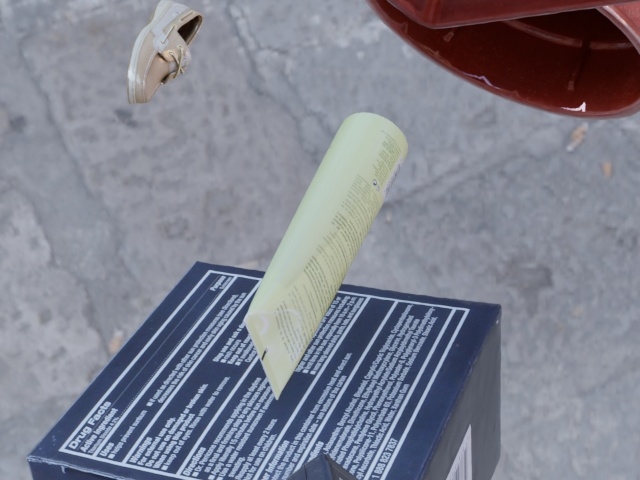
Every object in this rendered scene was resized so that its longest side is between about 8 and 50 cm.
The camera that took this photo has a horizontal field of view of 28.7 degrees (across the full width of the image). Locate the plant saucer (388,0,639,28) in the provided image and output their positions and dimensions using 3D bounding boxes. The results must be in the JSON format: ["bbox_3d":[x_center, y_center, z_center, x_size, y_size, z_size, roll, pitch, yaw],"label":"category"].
[{"bbox_3d":[0.077,-0.197,0.619,0.258,0.259,0.048,2,69,46],"label":"plant saucer"}]

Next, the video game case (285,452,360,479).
[{"bbox_3d":[0.088,0.262,0.592,0.035,0.248,0.275,-39,31,17],"label":"video game case"}]

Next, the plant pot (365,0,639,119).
[{"bbox_3d":[0.206,-0.285,1.059,0.272,0.272,0.265,21,77,25],"label":"plant pot"}]

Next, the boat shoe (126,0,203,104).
[{"bbox_3d":[-0.175,-0.216,1.426,0.059,0.063,0.170,11,49,5],"label":"boat shoe"}]

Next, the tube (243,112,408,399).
[{"bbox_3d":[0.000,0.000,0.964,0.070,0.062,0.240,37,53,-15],"label":"tube"}]

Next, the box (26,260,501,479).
[{"bbox_3d":[-0.027,0.178,1.033,0.294,0.183,0.296,9,33,21],"label":"box"}]
